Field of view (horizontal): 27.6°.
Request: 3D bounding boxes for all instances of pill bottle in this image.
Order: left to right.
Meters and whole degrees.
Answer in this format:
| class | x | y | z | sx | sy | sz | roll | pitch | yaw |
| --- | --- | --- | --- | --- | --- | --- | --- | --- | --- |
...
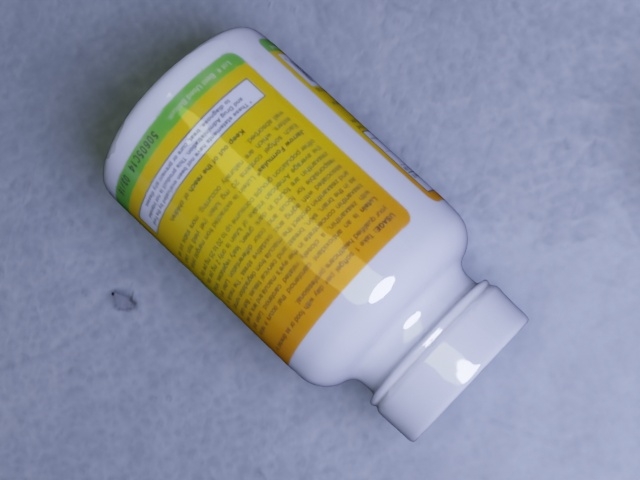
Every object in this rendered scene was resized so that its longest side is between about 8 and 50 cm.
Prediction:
| class | x | y | z | sx | sy | sz | roll | pitch | yaw |
| --- | --- | --- | --- | --- | --- | --- | --- | --- | --- |
| pill bottle | 0.000 | 0.000 | 0.780 | 0.246 | 0.136 | 0.136 | 43 | 98 | 9 |
